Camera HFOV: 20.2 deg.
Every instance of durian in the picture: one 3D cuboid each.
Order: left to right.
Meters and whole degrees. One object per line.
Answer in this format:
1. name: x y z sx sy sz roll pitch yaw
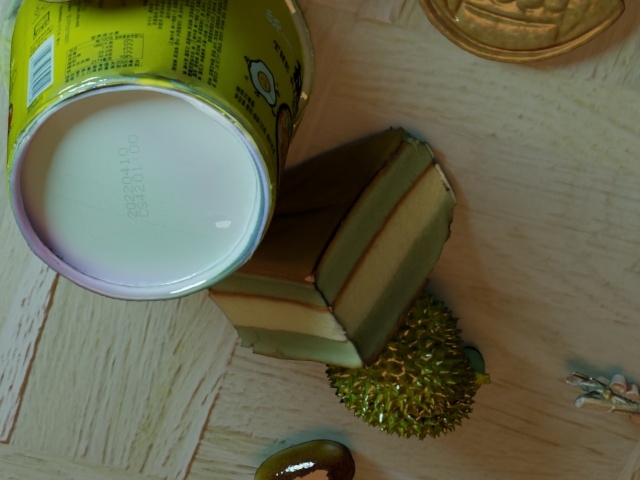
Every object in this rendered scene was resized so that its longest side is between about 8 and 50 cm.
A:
1. durian: 0.088 0.143 1.982 0.159 0.146 0.198 -23 122 15

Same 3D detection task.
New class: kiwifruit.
1. kiwifruit: -0.020 0.276 2.120 0.124 0.075 0.075 -24 122 10

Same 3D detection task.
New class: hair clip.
1. hair clip: 0.375 0.193 2.083 0.214 0.056 0.062 18 136 -23

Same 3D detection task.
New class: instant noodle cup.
1. instant noodle cup: -0.164 -0.112 1.738 0.326 0.254 0.325 -1 124 -1

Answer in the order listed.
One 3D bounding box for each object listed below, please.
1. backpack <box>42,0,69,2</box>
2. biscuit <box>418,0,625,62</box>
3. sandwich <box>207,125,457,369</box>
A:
1. backpack: -0.258 -0.386 1.560 0.378 0.201 0.353 37 121 -8
2. biscuit: 0.192 -0.242 1.788 0.221 0.029 0.142 13 124 -10
3. sandwich: 0.000 0.000 1.912 0.198 0.227 0.155 5 136 41
